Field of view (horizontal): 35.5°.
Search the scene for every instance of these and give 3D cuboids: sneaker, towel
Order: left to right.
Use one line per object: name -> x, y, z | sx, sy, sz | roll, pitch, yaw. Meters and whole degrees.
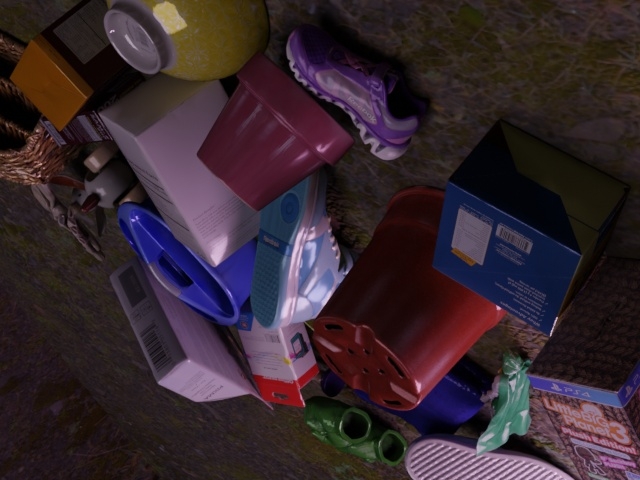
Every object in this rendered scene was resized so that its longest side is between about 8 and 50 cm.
sneaker -> 0.000, 0.000, 1.771 | 0.127, 0.208, 0.319 | 38, 121, 47
sneaker -> 0.059, -0.224, 1.403 | 0.236, 0.095, 0.104 | 42, 146, -10
towel -> 0.198, 0.276, 1.949 | 0.227, 0.076, 0.308 | 32, 151, 5
sneaker -> 0.345, 0.453, 1.947 | 0.365, 0.135, 0.150 | 21, -176, 5

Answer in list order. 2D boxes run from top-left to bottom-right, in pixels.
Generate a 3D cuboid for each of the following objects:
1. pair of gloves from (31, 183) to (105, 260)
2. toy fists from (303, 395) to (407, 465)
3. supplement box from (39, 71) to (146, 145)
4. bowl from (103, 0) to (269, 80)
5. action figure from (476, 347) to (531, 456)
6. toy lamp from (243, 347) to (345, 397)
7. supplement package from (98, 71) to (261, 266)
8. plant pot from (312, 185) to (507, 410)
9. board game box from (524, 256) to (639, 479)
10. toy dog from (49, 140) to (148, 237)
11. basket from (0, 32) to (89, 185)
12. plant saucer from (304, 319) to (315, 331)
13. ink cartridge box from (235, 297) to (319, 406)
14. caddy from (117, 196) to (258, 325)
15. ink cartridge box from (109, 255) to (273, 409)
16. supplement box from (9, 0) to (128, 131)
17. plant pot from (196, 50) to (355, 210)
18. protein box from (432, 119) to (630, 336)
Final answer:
pair of gloves -> -0.590, -0.057, 2.286 | 0.240, 0.042, 0.204 | 48, 166, 7
toy fists -> 0.067, 0.428, 2.239 | 0.142, 0.096, 0.279 | 14, 163, 46
supplement box -> -0.434, -0.253, 1.948 | 0.239, 0.130, 0.073 | 2, 132, 50
bowl -> -0.238, -0.346, 1.535 | 0.289, 0.156, 0.289 | 32, 151, 20
action figure -> 0.325, 0.270, 1.741 | 0.063, 0.137, 0.232 | 40, 146, 33
toy lamp -> -0.068, 0.285, 2.291 | 0.274, 0.080, 0.080 | 17, 143, 41
supplement package -> -0.220, -0.136, 1.752 | 0.175, 0.177, 0.293 | 32, 154, 52
plant pot -> 0.140, 0.102, 1.558 | 0.272, 0.265, 0.272 | 32, 150, 21
board game box -> 0.441, 0.210, 1.357 | 0.141, 0.232, 0.291 | 6, 135, 49
toy dog -> -0.503, -0.093, 2.229 | 0.220, 0.161, 0.334 | 40, 152, 6
basket -> -0.675, -0.280, 2.131 | 0.299, 0.213, 0.223 | 29, 150, 24
plant saucer -> 0.007, 0.124, 1.999 | 0.188, 0.045, 0.188 | 42, 153, 1
ink cartridge box -> -0.091, 0.241, 2.179 | 0.134, 0.078, 0.231 | 2, 117, 40
caddy -> -0.275, 0.029, 2.088 | 0.341, 0.179, 0.241 | 48, 153, -11
ink cartridge box -> -0.282, 0.233, 2.227 | 0.308, 0.091, 0.385 | 56, -174, 35
supplement box -> -0.411, -0.322, 1.748 | 0.129, 0.194, 0.191 | 48, 152, -10
plant pot -> -0.080, -0.152, 1.497 | 0.201, 0.180, 0.201 | 43, -176, -4
protein box -> 0.277, -0.014, 1.355 | 0.199, 0.136, 0.201 | 31, 150, 20
